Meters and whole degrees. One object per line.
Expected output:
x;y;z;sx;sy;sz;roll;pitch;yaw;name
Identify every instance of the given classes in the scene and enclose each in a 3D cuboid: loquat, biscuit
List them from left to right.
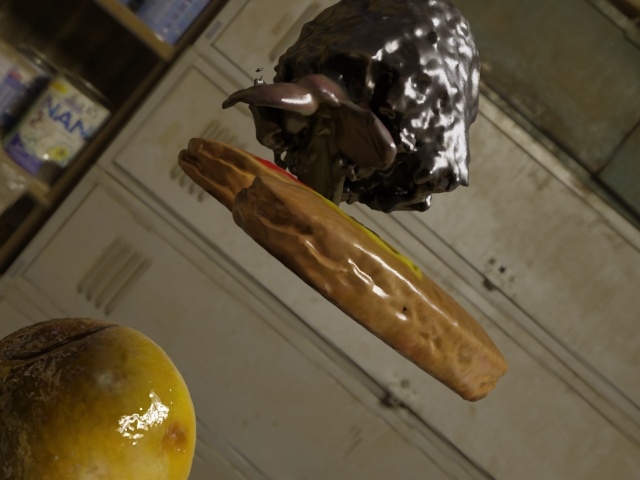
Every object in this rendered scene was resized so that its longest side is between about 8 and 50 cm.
-0.206;0.158;0.821;0.213;0.213;0.213;40;6;-5;loquat
0.001;-0.001;0.660;0.277;0.052;0.262;38;-1;43;biscuit

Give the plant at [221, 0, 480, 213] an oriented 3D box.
0.046;-0.119;0.916;0.178;0.234;0.204;-1;-47;30;plant
